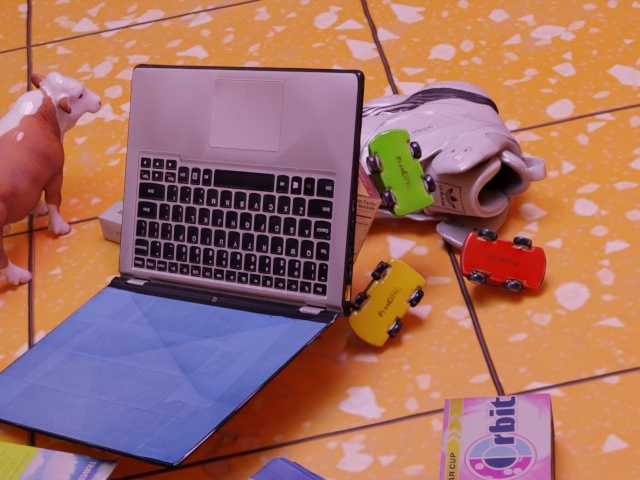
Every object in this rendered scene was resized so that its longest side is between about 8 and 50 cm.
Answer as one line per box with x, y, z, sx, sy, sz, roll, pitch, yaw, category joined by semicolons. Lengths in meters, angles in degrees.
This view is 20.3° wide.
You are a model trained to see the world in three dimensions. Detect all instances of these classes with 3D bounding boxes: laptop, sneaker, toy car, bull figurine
-0.177;0.006;1.931;0.382;0.407;0.236;7;4;45;laptop
0.083;-0.073;2.109;0.366;0.137;0.210;-19;33;-17;sneaker
0.111;-0.016;1.999;0.239;0.225;0.053;-20;-4;-12;toy car
-0.373;-0.070;2.185;0.101;0.188;0.310;12;41;28;bull figurine

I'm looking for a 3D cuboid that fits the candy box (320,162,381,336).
0.000;0.000;1.990;0.053;0.186;0.109;12;28;-23;candy box

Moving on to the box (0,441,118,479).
-0.303;0.261;1.829;0.178;0.042;0.109;6;39;22;box

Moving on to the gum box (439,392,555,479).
0.172;0.233;1.723;0.107;0.062;0.188;-4;35;10;gum box

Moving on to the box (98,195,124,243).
-0.163;-0.049;2.231;0.145;0.038;0.186;17;45;34;box

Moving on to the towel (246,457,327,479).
-0.081;0.339;1.666;0.336;0.040;0.243;-34;40;-29;towel
